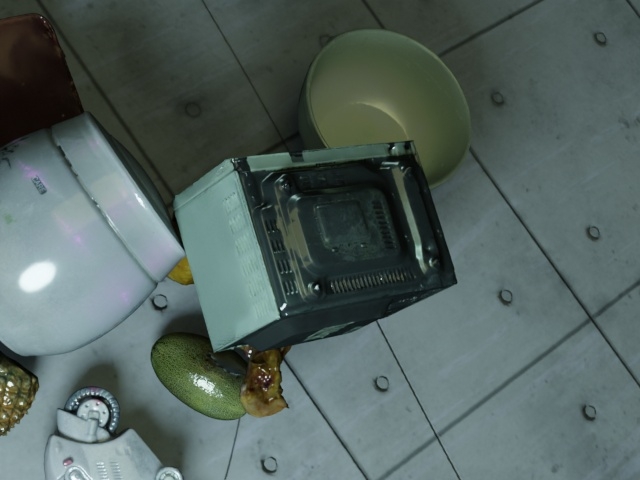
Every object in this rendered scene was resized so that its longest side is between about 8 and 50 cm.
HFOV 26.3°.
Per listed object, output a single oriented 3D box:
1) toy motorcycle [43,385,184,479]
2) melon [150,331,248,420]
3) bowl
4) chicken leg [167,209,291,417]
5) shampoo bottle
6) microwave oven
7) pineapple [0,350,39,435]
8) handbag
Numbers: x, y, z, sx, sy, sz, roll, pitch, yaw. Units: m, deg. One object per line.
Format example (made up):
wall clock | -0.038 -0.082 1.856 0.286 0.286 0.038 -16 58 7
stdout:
toy motorcycle | -0.273 0.325 1.769 0.171 0.110 0.260 -37 93 -15
melon | -0.158 0.183 1.877 0.162 0.099 0.099 33 59 -4
bowl | 0.082 -0.175 2.108 0.277 0.145 0.277 9 65 -19
chicken leg | -0.111 0.056 1.889 0.295 0.182 0.409 11 52 -9
shampoo bottle | -0.331 -0.008 1.759 0.266 0.273 0.273 -37 86 -3
microwave oven | 0.000 0.000 1.745 0.295 0.181 0.237 -8 76 -38
pineapple | -0.441 0.234 1.737 0.108 0.108 0.198 34 71 -7
handbag | -0.470 -0.170 1.904 0.275 0.084 0.260 -15 78 -28
